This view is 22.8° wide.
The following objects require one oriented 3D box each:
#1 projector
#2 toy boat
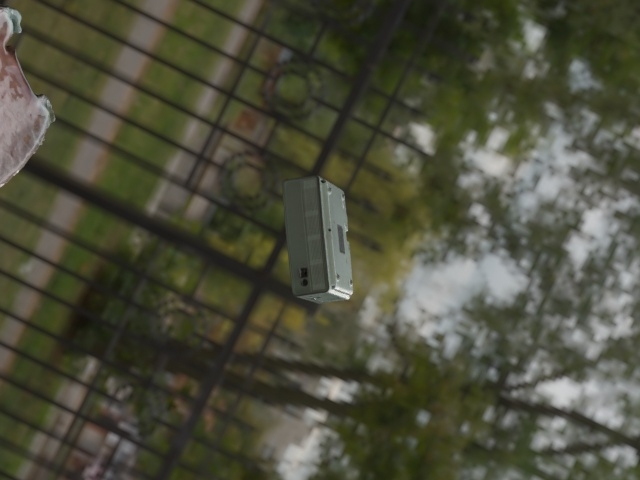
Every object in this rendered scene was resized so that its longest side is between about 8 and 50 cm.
[{"bbox_3d":[0.000,0.000,1.990,0.115,0.061,0.147,28,56,-75],"label":"projector"},{"bbox_3d":[-0.313,-0.108,1.305,0.227,0.085,0.155,-55,135,-57],"label":"toy boat"}]
